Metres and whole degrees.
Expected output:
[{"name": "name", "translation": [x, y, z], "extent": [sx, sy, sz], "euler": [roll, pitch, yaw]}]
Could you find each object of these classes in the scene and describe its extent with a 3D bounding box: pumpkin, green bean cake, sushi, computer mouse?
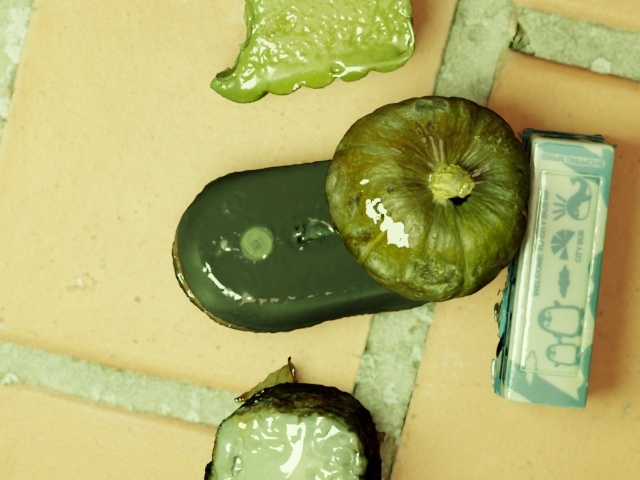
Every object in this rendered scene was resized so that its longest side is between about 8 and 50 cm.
[{"name": "pumpkin", "translation": [0.112, -0.044, 1.606], "extent": [0.219, 0.162, 0.219], "euler": [4, 76, -15]}, {"name": "green bean cake", "translation": [-0.026, -0.275, 1.690], "extent": [0.233, 0.124, 0.236], "euler": [-10, 94, 0]}, {"name": "sushi", "translation": [-0.029, 0.300, 1.709], "extent": [0.196, 0.182, 0.343], "euler": [0, 94, 5]}, {"name": "computer mouse", "translation": [-0.002, 0.001, 1.712], "extent": [0.323, 0.116, 0.183], "euler": [-8, 83, -12]}]

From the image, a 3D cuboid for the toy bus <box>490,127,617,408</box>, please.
[{"name": "toy bus", "translation": [0.250, 0.030, 1.705], "extent": [0.106, 0.131, 0.297], "euler": [6, 94, 1]}]
